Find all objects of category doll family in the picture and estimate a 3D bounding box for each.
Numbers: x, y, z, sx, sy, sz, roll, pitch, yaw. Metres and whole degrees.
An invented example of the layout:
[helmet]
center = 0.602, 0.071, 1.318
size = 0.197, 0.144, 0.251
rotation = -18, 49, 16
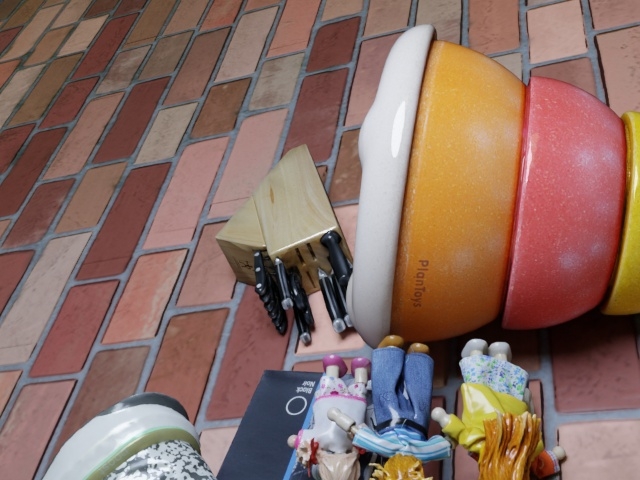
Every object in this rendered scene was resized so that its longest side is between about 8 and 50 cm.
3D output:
[doll family]
center = 0.104, 0.166, 0.765
size = 0.263, 0.118, 0.163
rotation = 6, 45, -1

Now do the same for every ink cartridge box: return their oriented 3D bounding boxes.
[ink cartridge box]
center = -0.032, 0.273, 0.813
size = 0.165, 0.065, 0.332
rotation = -2, 44, 25

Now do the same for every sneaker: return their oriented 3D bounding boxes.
[sneaker]
center = -0.220, 0.333, 0.720
size = 0.182, 0.158, 0.410
rotation = 29, 79, 43

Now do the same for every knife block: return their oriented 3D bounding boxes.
[knife block]
center = 0.000, 0.000, 1.096
size = 0.242, 0.088, 0.275
rotation = 11, 49, 35

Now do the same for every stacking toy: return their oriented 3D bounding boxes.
[stacking toy]
center = 0.282, -0.024, 0.877
size = 0.480, 0.350, 0.350
rotation = 9, 45, 9
